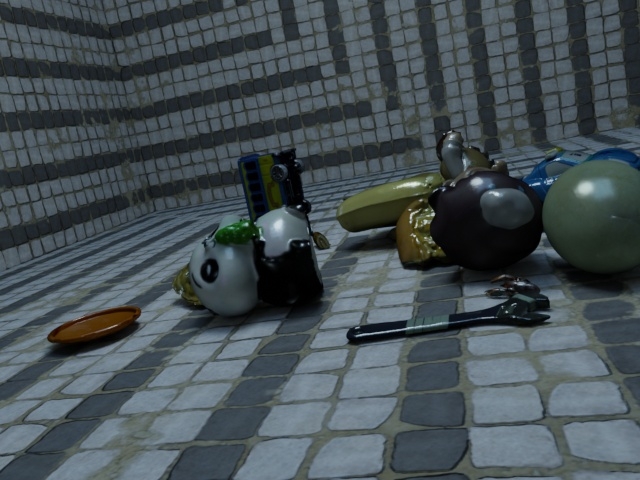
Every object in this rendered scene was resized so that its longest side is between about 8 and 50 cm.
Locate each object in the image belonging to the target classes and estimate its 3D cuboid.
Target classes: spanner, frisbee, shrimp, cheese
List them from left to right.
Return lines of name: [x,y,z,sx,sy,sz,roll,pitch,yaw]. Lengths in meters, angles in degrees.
frisbee: [-0.473,0.186,1.236,0.192,0.035,0.192,-11,10,2]
cheese: [0.221,-0.099,1.535,0.315,0.128,0.259,-20,-3,39]
spanner: [0.194,0.125,0.899,0.315,0.024,0.087,-10,17,8]
shrimp: [0.320,0.075,0.979,0.092,0.038,0.029,-5,-30,30]

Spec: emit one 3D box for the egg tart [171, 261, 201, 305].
egg tart: [-0.210,0.060,1.391,0.297,0.132,0.297,-12,17,4]

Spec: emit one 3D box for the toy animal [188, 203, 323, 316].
toy animal: [-0.133,0.039,1.178,0.266,0.213,0.212,-9,11,-4]

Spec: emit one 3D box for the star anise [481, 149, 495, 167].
star anise: [0.433,-0.178,1.844,0.283,0.129,0.212,-48,8,-10]

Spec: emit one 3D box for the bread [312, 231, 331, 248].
bread: [0.000,0.000,1.666,0.036,0.047,0.083,-43,12,-2]

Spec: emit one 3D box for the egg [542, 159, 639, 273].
egg: [0.479,-0.040,0.997,0.186,0.187,0.253,-8,25,17]

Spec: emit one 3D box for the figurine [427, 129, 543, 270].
figurine: [0.335,-0.100,1.178,0.206,0.218,0.365,-23,37,32]

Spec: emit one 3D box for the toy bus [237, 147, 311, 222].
toy bus: [-0.141,-0.138,1.859,0.175,0.288,0.138,-5,13,27]

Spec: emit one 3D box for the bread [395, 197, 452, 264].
bread: [0.256,-0.033,1.332,0.174,0.133,0.251,-8,11,7]

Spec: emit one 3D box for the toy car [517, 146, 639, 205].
toy car: [0.582,-0.142,1.359,0.314,0.166,0.198,-23,4,39]

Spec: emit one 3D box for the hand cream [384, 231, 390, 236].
hand cream: [0.278,-0.034,1.592,0.216,0.038,0.052,-8,-16,37]

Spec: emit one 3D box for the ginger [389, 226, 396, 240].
ginger: [0.250,-0.025,1.514,0.173,0.051,0.069,-2,11,31]
